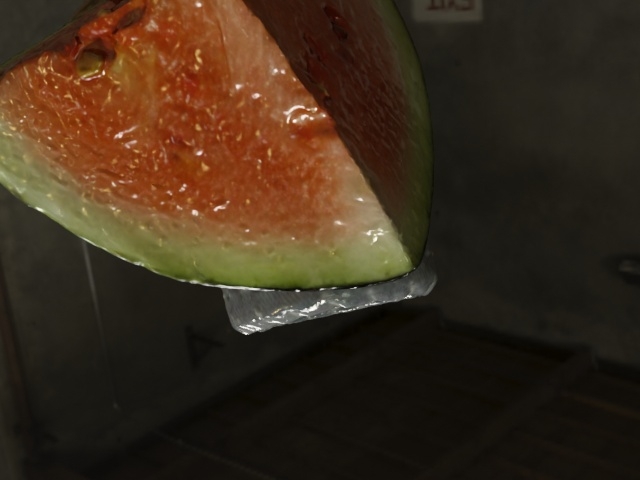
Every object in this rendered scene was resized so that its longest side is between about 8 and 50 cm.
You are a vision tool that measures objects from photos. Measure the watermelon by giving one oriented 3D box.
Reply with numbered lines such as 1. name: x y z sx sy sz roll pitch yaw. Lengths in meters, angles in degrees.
1. watermelon: -0.051 -0.058 0.430 0.145 0.193 0.137 -25 151 26

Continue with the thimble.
1. thimble: 0.000 0.000 1.154 0.236 0.172 0.205 -16 172 19

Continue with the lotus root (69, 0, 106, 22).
1. lotus root: -0.107 -0.150 0.710 0.135 0.159 0.095 -8 171 26
